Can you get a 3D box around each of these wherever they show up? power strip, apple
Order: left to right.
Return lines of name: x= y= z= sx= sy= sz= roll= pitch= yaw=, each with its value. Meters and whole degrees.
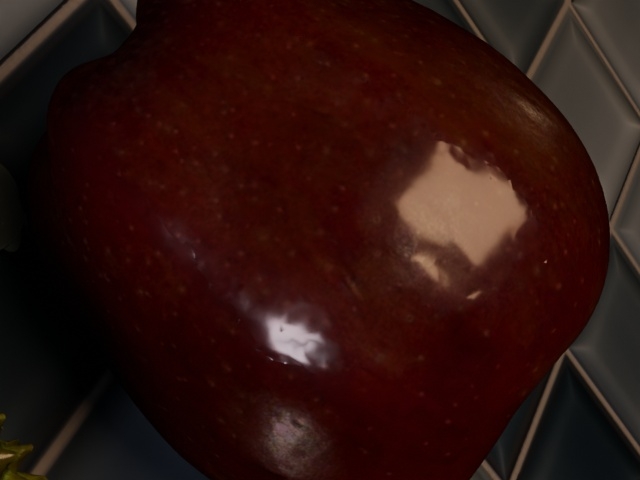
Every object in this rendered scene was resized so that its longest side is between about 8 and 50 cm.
power strip: x=-0.194 y=-0.027 z=0.685 sx=0.055 sy=0.035 sz=0.083 roll=-39 pitch=118 yaw=-47
apple: x=0.000 y=0.000 z=0.692 sx=0.317 sy=0.288 sz=0.288 roll=42 pitch=47 yaw=-6

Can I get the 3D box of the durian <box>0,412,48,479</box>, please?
durian: x=-0.218 y=0.138 z=0.493 sx=0.200 sy=0.176 sz=0.237 roll=46 pitch=55 yaw=2
